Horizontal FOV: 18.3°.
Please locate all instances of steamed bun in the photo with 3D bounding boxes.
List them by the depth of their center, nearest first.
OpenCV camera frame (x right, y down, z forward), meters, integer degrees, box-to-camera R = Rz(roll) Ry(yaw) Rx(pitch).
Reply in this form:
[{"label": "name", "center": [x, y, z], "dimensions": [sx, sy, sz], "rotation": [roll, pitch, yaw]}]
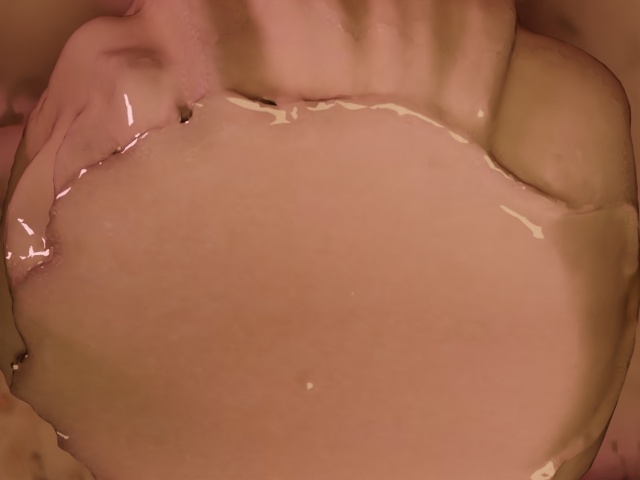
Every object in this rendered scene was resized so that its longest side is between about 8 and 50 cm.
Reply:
[{"label": "steamed bun", "center": [0.000, 0.000, 0.531], "dimensions": [0.182, 0.106, 0.183], "rotation": [3, 119, 5]}]
